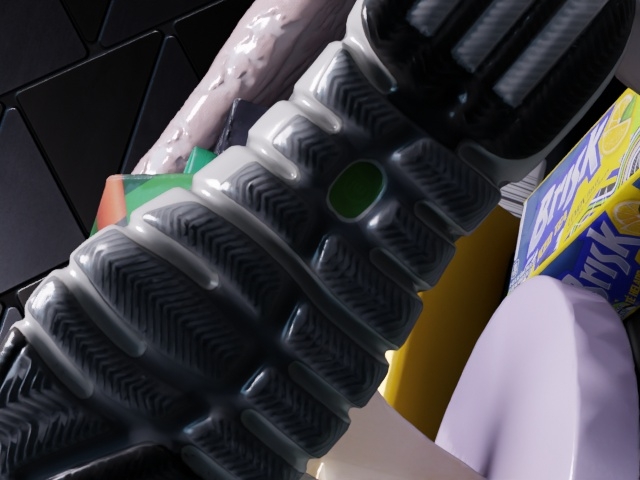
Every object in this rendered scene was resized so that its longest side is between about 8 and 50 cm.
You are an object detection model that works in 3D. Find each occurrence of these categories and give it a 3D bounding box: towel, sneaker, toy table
[{"bbox_3d":[-0.024,-0.162,1.314,0.332,0.053,0.317,-53,-11,8],"label":"towel"},{"bbox_3d":[0.000,0.000,0.423,0.228,0.086,0.132,-44,-1,5],"label":"sneaker"},{"bbox_3d":[0.004,0.127,0.536,0.252,0.160,0.274,125,160,-56],"label":"toy table"}]

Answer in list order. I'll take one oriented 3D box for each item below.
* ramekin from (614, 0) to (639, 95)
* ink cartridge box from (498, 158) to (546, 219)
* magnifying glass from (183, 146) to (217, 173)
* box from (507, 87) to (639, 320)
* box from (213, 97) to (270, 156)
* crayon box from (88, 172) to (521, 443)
[{"bbox_3d":[0.170,-0.137,0.392,0.273,0.127,0.273,-163,90,-81],"label":"ramekin"},{"bbox_3d":[0.072,0.063,0.869,0.208,0.045,0.206,121,166,-78],"label":"ink cartridge box"},{"bbox_3d":[-0.126,0.039,1.072,0.092,0.026,0.231,-142,70,-81],"label":"magnifying glass"},{"bbox_3d":[0.139,-0.021,0.602,0.169,0.054,0.059,122,164,-61],"label":"box"},{"bbox_3d":[-0.063,0.123,1.174,0.343,0.178,0.313,117,169,-48],"label":"box"},{"bbox_3d":[-0.017,0.066,0.761,0.318,0.081,0.202,0,68,41],"label":"crayon box"}]
